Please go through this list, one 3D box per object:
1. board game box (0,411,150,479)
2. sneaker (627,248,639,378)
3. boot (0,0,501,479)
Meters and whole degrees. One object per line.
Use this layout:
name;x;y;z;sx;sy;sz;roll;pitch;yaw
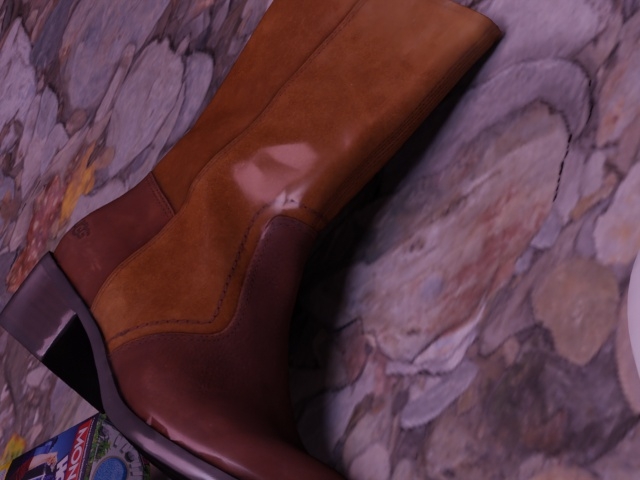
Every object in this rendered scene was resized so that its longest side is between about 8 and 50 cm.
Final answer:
board game box;-0.143;0.204;1.061;0.194;0.060;0.194;-29;43;49
sneaker;0.182;0.049;0.574;0.151;0.094;0.256;-33;29;23
boot;0.000;0.000;0.961;0.280;0.096;0.264;-49;42;-7
